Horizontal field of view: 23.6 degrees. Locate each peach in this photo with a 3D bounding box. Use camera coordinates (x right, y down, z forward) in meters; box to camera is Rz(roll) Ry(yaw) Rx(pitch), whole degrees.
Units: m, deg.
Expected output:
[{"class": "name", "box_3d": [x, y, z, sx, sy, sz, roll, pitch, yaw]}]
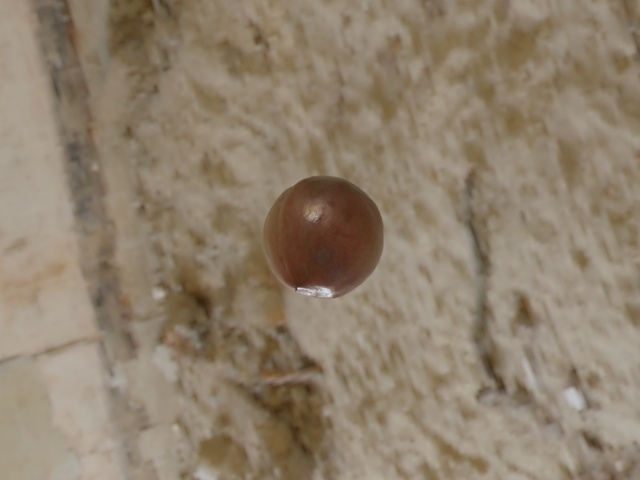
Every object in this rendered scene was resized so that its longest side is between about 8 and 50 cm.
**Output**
[{"class": "peach", "box_3d": [0.002, -0.001, 1.015, 0.083, 0.083, 0.083, 162, 90, -74]}]
